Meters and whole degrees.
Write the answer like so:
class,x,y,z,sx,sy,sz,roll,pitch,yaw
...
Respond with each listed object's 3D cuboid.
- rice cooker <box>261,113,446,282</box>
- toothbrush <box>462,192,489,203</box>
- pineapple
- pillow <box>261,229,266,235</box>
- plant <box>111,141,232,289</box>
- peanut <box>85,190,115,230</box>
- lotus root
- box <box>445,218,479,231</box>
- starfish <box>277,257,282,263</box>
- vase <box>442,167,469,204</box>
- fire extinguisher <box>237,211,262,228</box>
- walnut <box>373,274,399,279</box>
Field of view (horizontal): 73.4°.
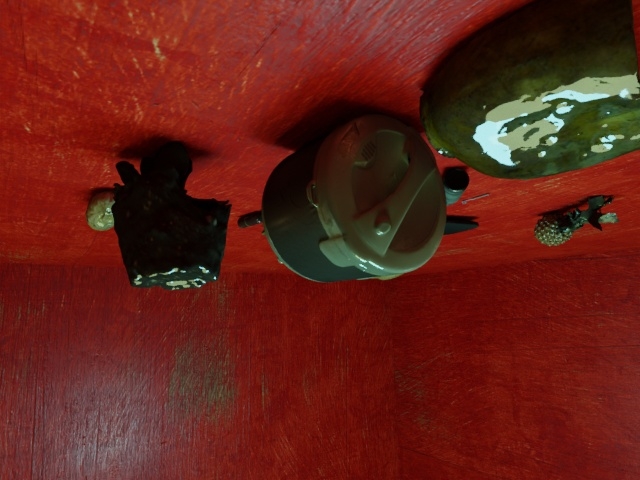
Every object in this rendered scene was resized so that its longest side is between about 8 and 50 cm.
class,x,y,z,sx,sy,sz,roll,pitch,yaw
rice cooker,0.064,-0.066,0.772,0.288,0.288,0.277,6,167,-36
toothbrush,0.449,-0.122,1.245,0.006,0.008,0.097,-12,176,-32
pineapple,0.814,-0.057,1.377,0.130,0.119,0.277,18,167,-1
pillow,-0.102,-0.036,1.574,0.203,0.038,0.113,4,166,-31
plant,-0.293,-0.044,0.850,0.199,0.276,0.188,-21,164,37
peanut,-0.578,-0.077,1.147,0.100,0.099,0.214,6,173,-35
lotus root,0.268,-0.169,0.573,0.260,0.149,0.267,-9,164,35
box,0.442,-0.048,1.569,0.201,0.042,0.212,2,170,-19
starfish,0.000,0.004,1.400,0.312,0.113,0.303,-31,159,3
vase,0.324,-0.123,1.078,0.060,0.059,0.211,-3,171,7
fire extinguisher,-0.214,-0.066,1.377,0.132,0.039,0.056,-12,-162,44
walnut,0.205,0.018,1.375,0.225,0.225,0.261,5,140,-32
